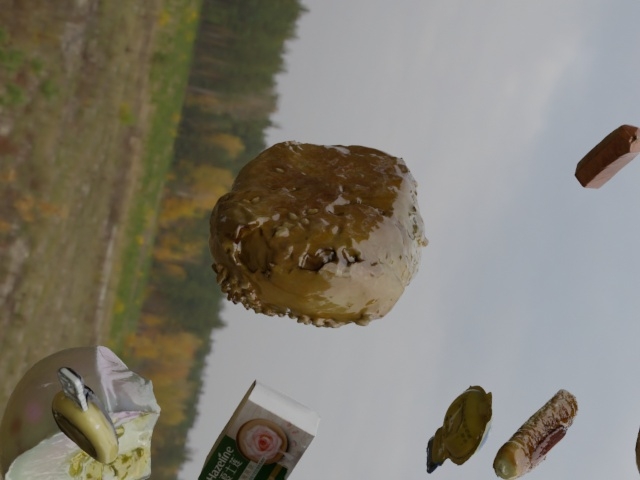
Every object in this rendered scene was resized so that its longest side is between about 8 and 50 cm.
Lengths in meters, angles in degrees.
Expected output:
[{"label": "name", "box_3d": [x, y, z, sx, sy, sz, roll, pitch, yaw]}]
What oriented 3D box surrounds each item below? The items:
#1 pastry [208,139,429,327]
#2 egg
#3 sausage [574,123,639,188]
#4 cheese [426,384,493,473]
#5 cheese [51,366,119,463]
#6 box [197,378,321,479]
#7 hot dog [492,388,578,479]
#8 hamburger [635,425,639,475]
[{"label": "pastry", "box_3d": [0.000, 0.000, 1.362, 0.311, 0.255, 0.162, -51, 155, -56]}, {"label": "egg", "box_3d": [-0.312, 0.214, 1.432, 0.271, 0.206, 0.161, 91, -19, -61]}, {"label": "sausage", "box_3d": [0.521, -0.155, 2.012, 0.169, 0.065, 0.065, 129, -25, -56]}, {"label": "cheese", "box_3d": [0.294, 0.409, 2.418, 0.270, 0.069, 0.177, -51, -155, 45]}, {"label": "cheese", "box_3d": [-0.249, 0.175, 1.174, 0.036, 0.086, 0.162, -41, 158, -26]}, {"label": "box", "box_3d": [-0.106, 0.357, 1.947, 0.199, 0.135, 0.081, -59, -175, 19]}, {"label": "hot dog", "box_3d": [0.301, 0.269, 1.538, 0.216, 0.047, 0.066, -25, 129, -51]}, {"label": "hamburger", "box_3d": [0.567, 0.284, 1.649, 0.245, 0.155, 0.282, -94, -170, -78]}]
